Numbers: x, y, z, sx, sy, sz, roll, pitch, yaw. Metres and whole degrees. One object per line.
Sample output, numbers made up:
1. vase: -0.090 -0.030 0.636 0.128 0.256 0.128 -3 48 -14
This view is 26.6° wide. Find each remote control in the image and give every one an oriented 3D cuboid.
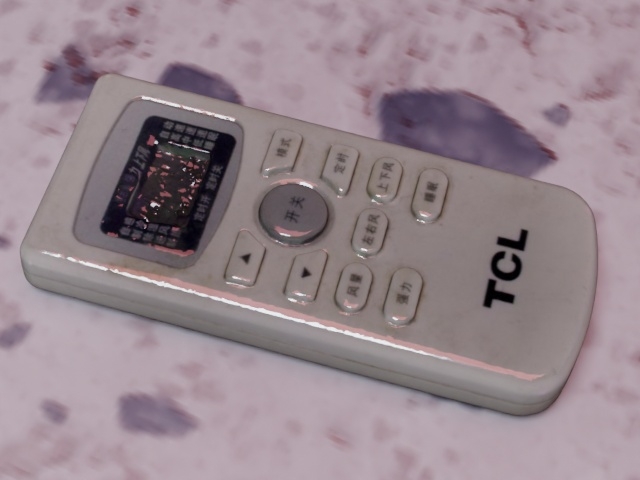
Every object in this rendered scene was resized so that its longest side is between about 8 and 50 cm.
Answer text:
1. remote control: 0.000 0.000 0.465 0.190 0.029 0.087 16 58 5
